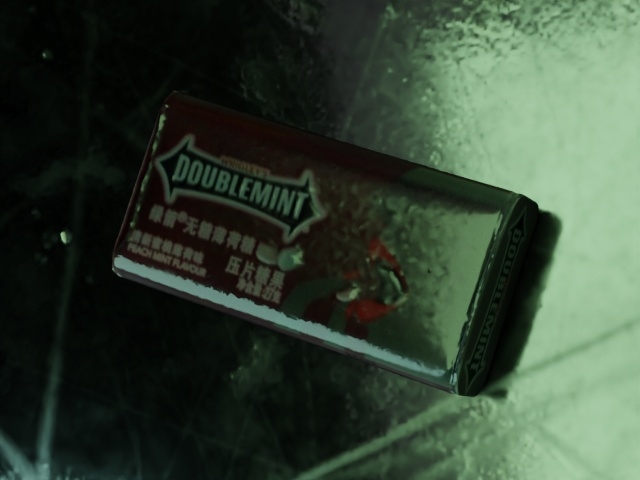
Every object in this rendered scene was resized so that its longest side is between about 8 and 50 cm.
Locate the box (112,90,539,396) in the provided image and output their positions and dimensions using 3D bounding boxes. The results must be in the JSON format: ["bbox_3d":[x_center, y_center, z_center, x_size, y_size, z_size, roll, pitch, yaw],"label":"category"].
[{"bbox_3d":[0.000,0.000,0.907,0.224,0.069,0.120,20,91,22],"label":"box"}]
